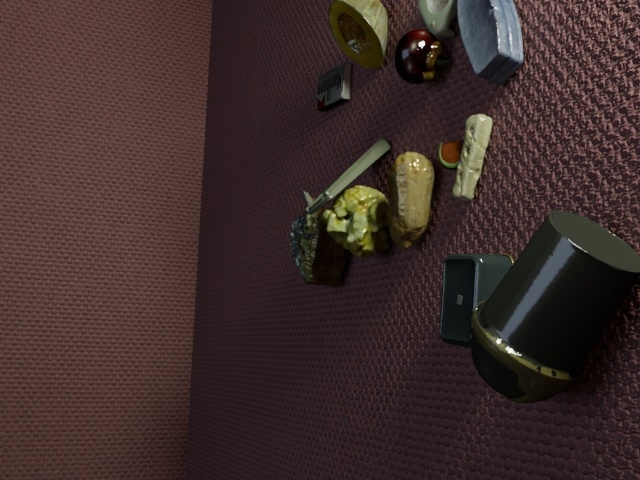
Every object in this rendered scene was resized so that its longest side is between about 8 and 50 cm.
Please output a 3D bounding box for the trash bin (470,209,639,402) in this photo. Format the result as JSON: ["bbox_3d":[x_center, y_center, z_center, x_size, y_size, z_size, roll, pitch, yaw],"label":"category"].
[{"bbox_3d":[0.384,0.132,1.324,0.333,0.214,0.214,-65,31,28],"label":"trash bin"}]

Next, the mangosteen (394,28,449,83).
[{"bbox_3d":[0.248,-0.441,1.861,0.140,0.140,0.140,-174,90,-65],"label":"mangosteen"}]

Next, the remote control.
[{"bbox_3d":[0.073,-0.165,2.024,0.038,0.285,0.123,48,143,-4],"label":"remote control"}]

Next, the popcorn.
[{"bbox_3d":[0.111,-0.051,2.009,0.187,0.167,0.185,48,108,15],"label":"popcorn"}]

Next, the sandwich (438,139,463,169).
[{"bbox_3d":[0.307,-0.196,1.775,0.101,0.026,0.069,0,81,62],"label":"sandwich"}]

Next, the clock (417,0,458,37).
[{"bbox_3d":[0.307,-0.590,1.818,0.191,0.062,0.151,-60,34,40],"label":"clock"}]

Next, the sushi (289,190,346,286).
[{"bbox_3d":[0.000,0.000,2.245,0.184,0.139,0.274,-140,57,-62],"label":"sushi"}]

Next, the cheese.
[{"bbox_3d":[0.334,-0.182,1.697,0.065,0.043,0.194,24,105,59],"label":"cheese"}]

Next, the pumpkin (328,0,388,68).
[{"bbox_3d":[0.123,-0.597,2.137,0.110,0.217,0.217,-48,21,-15],"label":"pumpkin"}]

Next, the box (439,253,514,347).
[{"bbox_3d":[0.320,0.125,1.600,0.144,0.090,0.201,179,96,-65],"label":"box"}]

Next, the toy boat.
[{"bbox_3d":[0.361,-0.473,1.662,0.127,0.078,0.283,129,139,-54],"label":"toy boat"}]

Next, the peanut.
[{"bbox_3d":[0.215,-0.096,1.860,0.120,0.110,0.236,14,105,43],"label":"peanut"}]

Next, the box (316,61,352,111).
[{"bbox_3d":[0.042,-0.473,2.382,0.177,0.036,0.115,-7,78,64],"label":"box"}]
